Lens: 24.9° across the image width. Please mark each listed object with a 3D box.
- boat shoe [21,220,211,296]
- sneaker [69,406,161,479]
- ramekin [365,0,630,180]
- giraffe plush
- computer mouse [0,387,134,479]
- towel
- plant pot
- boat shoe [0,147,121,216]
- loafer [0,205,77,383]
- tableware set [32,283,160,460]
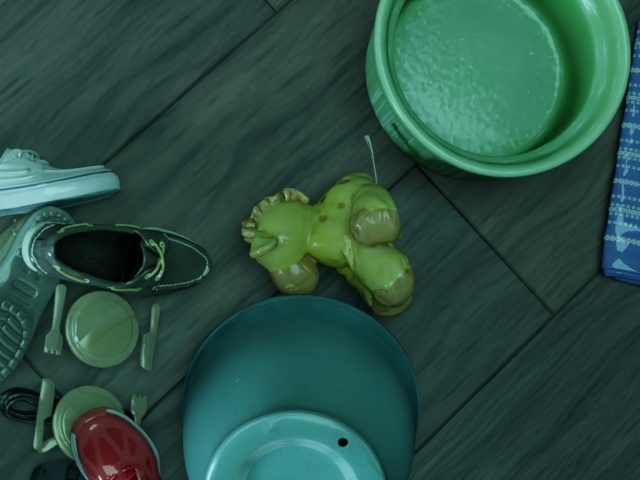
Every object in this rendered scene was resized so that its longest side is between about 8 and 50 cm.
[{"bbox_3d":[-0.216,0.023,1.620,0.228,0.069,0.081,6,90,-34],"label":"boat shoe"},{"bbox_3d":[-0.188,0.286,1.561,0.087,0.128,0.221,-34,118,-9],"label":"sneaker"},{"bbox_3d":[0.198,-0.213,1.717,0.303,0.148,0.303,1,83,-10],"label":"ramekin"},{"bbox_3d":[0.000,0.000,1.658,0.171,0.181,0.210,-15,77,-4],"label":"giraffe plush"},{"bbox_3d":[-0.320,0.292,1.611,0.184,0.060,0.262,19,80,-8],"label":"computer mouse"},{"bbox_3d":[0.485,-0.091,1.814,0.243,0.040,0.336,12,79,-6],"label":"towel"},{"bbox_3d":[-0.022,0.222,1.527,0.272,0.255,0.271,0,105,0],"label":"plant pot"},{"bbox_3d":[-0.343,-0.070,1.641,0.226,0.083,0.075,-10,83,-9],"label":"boat shoe"},{"bbox_3d":[-0.362,0.072,1.623,0.094,0.087,0.251,44,71,-29],"label":"loafer"},{"bbox_3d":[-0.258,0.154,1.628,0.128,0.039,0.194,14,73,-27],"label":"tableware set"}]
